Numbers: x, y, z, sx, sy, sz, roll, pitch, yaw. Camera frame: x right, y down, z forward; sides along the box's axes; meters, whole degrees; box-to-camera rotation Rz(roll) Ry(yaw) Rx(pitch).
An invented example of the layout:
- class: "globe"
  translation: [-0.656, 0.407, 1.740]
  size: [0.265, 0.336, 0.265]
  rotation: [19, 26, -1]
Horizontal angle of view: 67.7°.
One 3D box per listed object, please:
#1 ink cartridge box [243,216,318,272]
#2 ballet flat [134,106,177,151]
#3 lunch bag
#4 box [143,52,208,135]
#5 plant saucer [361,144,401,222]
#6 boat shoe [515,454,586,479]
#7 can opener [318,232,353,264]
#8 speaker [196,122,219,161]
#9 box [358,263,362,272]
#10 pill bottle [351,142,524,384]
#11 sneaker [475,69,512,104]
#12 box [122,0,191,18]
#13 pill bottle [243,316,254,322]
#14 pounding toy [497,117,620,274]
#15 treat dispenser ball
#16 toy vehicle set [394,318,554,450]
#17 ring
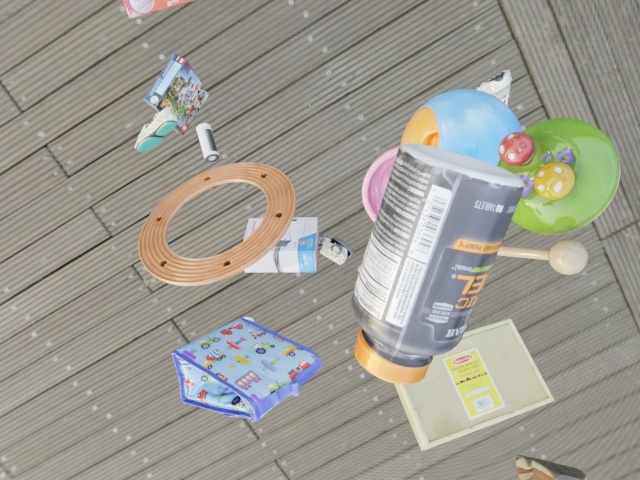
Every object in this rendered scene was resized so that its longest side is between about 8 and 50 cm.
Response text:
- class: "ink cartridge box"
  translation: [-0.103, 0.011, 1.263]
  size: [0.190, 0.140, 0.082]
  rotation: [0, 132, 3]
- class: "ballet flat"
  translation: [-0.424, -0.287, 1.227]
  size: [0.168, 0.057, 0.053]
  rotation: [-25, 79, 33]
- class: "lunch bag"
  translation: [-0.157, 0.298, 1.100]
  size: [0.293, 0.220, 0.138]
  rotation: [4, 108, 39]
- class: "box"
  translation: [-0.422, -0.427, 1.422]
  size: [0.044, 0.233, 0.159]
  rotation: [30, 85, 5]
- class: "plant saucer"
  translation: [0.297, -0.162, 1.500]
  size: [0.331, 0.084, 0.333]
  rotation: [5, 127, 7]
- class: "boat shoe"
  translation: [0.604, 0.649, 1.260]
  size: [0.122, 0.324, 0.120]
  rotation: [9, 71, 11]
- class: "can opener"
  translation: [0.000, 0.000, 1.915]
  size: [0.283, 0.095, 0.076]
  rotation: [31, 120, 23]
- class: "speaker"
  translation: [-0.408, -0.354, 1.723]
  size: [0.055, 0.055, 0.136]
  rotation: [-20, 71, 4]
- class: "box"
  translation: [0.204, 0.132, 1.306]
  size: [0.114, 0.036, 0.207]
  rotation: [-31, 101, 16]
- class: "pill bottle"
  translation: [0.110, 0.031, 0.514]
  size: [0.130, 0.130, 0.246]
  rotation: [14, 110, -5]
- class: "sneaker"
  translation: [0.537, -0.424, 1.459]
  size: [0.110, 0.292, 0.119]
  rotation: [-28, 83, 9]
- class: "box"
  translation: [-0.255, -0.430, 0.710]
  size: [0.128, 0.257, 0.123]
  rotation: [-21, 129, -10]
- class: "pill bottle"
  translation: [-0.315, 0.409, 2.031]
  size: [0.085, 0.152, 0.086]
  rotation: [-3, 145, -2]
- class: "pounding toy"
  translation: [0.328, -0.080, 0.720]
  size: [0.110, 0.182, 0.237]
  rotation: [10, 94, -45]
- class: "treat dispenser ball"
  translation: [0.335, -0.213, 1.146]
  size: [0.287, 0.288, 0.289]
  rotation: [0, 106, -1]
- class: "toy vehicle set"
  translation: [0.275, 0.260, 0.884]
  size: [0.266, 0.035, 0.166]
  rotation: [-13, 64, -14]
- class: "ring"
  translation: [-0.207, -0.040, 0.969]
  size: [0.336, 0.337, 0.032]
  rotation: [-17, 134, 4]
